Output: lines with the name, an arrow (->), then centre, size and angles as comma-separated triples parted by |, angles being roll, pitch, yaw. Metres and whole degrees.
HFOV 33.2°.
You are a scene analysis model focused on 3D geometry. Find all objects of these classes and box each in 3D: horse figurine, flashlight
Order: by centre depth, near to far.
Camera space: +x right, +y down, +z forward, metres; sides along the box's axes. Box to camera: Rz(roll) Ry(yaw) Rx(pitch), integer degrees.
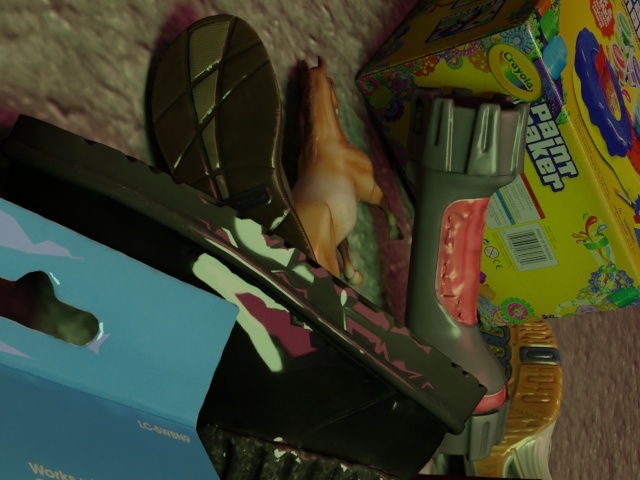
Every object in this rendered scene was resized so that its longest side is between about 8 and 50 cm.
horse figurine -> 0.000, 0.000, 0.824 | 0.263, 0.066, 0.174 | -65, 144, -42
flashlight -> 0.122, 0.030, 0.903 | 0.103, 0.103, 0.304 | -3, 109, -26

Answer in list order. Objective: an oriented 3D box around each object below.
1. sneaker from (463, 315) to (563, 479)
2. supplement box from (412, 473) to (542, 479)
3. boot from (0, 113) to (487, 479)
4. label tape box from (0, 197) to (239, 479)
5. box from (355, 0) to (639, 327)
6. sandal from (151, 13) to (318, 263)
sneaker -> 0.177, 0.212, 1.053 | 0.131, 0.111, 0.297 | 83, 12, -61
supplement box -> 0.071, 0.233, 0.785 | 0.104, 0.188, 0.081 | -47, 123, -49
boot -> -0.086, 0.115, 0.622 | 0.348, 0.131, 0.260 | 36, 83, -16
label tape box -> -0.148, 0.154, 0.426 | 0.240, 0.106, 0.334 | 29, 81, -42
box -> 0.217, -0.121, 1.047 | 0.290, 0.177, 0.279 | 60, 40, -23
sandal -> -0.054, -0.042, 0.734 | 0.060, 0.090, 0.219 | -166, -124, -87
